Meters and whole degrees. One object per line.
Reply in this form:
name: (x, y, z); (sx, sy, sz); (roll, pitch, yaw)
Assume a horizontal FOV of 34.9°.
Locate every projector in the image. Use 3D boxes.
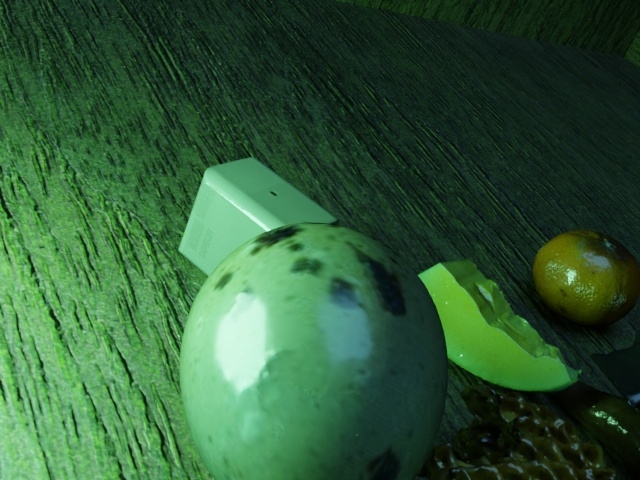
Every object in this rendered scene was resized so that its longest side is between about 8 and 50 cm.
projector: (-0.096, 0.000, 1.684); (0.242, 0.177, 0.163); (36, 33, 23)

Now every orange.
orange: (0.536, 0.068, 2.044); (0.224, 0.170, 0.224); (19, 30, -12)

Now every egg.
egg: (-0.006, 0.173, 1.296); (0.345, 0.345, 0.428); (12, 40, -20)

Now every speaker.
speaker: (0.645, 0.284, 1.723); (0.388, 0.184, 0.180); (47, 9, -31)

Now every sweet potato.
sweet potato: (0.517, 0.328, 1.681); (0.114, 0.092, 0.341); (-13, 42, -24)

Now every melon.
melon: (0.293, 0.165, 1.758); (0.196, 0.124, 0.323); (-14, 52, -47)

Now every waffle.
waffle: (0.267, 0.344, 1.419); (0.261, 0.151, 0.324); (29, 30, 15)

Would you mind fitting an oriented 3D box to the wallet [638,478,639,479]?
wallet: (0.622, 0.356, 1.497); (0.252, 0.360, 0.083); (32, -8, 14)
